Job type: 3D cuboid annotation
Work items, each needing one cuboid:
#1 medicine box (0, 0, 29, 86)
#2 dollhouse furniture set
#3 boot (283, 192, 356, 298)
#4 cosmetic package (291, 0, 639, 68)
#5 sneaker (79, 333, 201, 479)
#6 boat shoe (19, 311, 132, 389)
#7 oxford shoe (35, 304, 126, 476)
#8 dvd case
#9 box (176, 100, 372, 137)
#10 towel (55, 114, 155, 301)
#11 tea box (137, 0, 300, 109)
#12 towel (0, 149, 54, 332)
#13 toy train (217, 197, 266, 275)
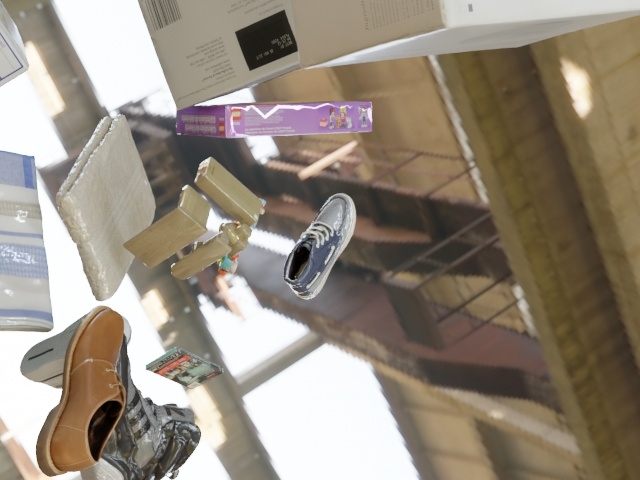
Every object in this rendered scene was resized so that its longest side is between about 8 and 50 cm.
[{"bbox_3d":[-0.672,-0.317,2.020,0.149,0.289,0.263,61,-4,-32],"label":"medicine box"},{"bbox_3d":[-0.190,-0.025,1.782,0.123,0.151,0.144,-31,-59,30],"label":"dollhouse furniture set"},{"bbox_3d":[0.000,0.000,1.919,0.069,0.190,0.086,17,-13,20],"label":"boot"},{"bbox_3d":[0.120,-0.221,0.907,0.224,0.224,0.138,-3,-83,63],"label":"cosmetic package"},{"bbox_3d":[-0.242,0.220,1.563,0.101,0.153,0.269,35,-53,51],"label":"sneaker"},{"bbox_3d":[-0.329,0.158,1.661,0.226,0.083,0.076,-17,-42,40],"label":"boat shoe"},{"bbox_3d":[-0.243,0.162,1.296,0.076,0.212,0.076,-9,-40,23],"label":"oxford shoe"},{"bbox_3d":[-0.253,0.239,2.186,0.119,0.087,0.013,30,41,-37],"label":"dvd case"},{"bbox_3d":[-0.083,-0.217,2.082,0.201,0.293,0.057,11,-76,58],"label":"box"},{"bbox_3d":[-0.330,-0.057,1.818,0.282,0.049,0.187,-75,153,-57],"label":"towel"},{"bbox_3d":[-0.068,-0.395,1.997,0.329,0.323,0.220,-14,-82,41],"label":"tea box"},{"bbox_3d":[-0.477,-0.006,1.647,0.034,0.209,0.285,-30,-117,42],"label":"towel"},{"bbox_3d":[-0.172,-0.011,2.383,0.046,0.166,0.125,28,-17,-13],"label":"toy train"}]
